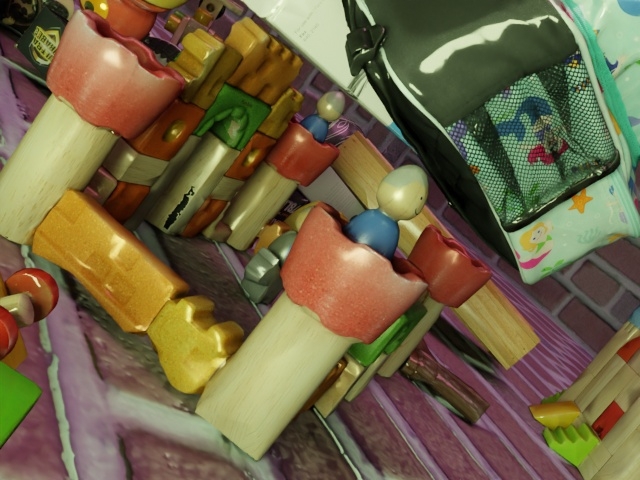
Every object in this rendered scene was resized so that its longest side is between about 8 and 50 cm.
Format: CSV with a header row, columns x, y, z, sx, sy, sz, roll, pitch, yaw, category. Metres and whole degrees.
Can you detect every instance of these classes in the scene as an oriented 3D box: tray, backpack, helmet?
x,y,z,sx,sy,sz,roll,pitch,yaw,category
0.175,0.015,1.294,0.411,0.076,0.203,49,2,6,tray
0.139,-0.104,0.561,0.253,0.191,0.225,56,13,-42,backpack
0.016,-0.194,1.731,0.169,0.161,0.169,36,10,-7,helmet

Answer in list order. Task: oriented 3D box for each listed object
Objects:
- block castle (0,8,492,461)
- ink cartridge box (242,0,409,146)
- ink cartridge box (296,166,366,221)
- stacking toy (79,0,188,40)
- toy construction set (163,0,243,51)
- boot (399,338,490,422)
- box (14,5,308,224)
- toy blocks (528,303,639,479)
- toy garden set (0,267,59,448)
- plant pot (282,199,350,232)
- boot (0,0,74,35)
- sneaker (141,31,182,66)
x,y,z,sx,sy,sz,roll,pitch,yaw,category
-0.021,-0.026,0.696,0.303,0.213,0.453,40,11,15,block castle
0.022,-0.180,0.707,0.190,0.082,0.139,36,10,-37,ink cartridge box
-0.021,-0.096,1.238,0.165,0.065,0.333,44,-3,34,ink cartridge box
-0.325,-0.371,0.953,0.279,0.130,0.309,-10,64,-55,stacking toy
-0.228,-0.418,1.693,0.309,0.237,0.257,39,10,10,toy construction set
0.144,0.155,0.944,0.114,0.037,0.106,33,23,-5,boot
-0.189,-0.139,1.024,0.295,0.073,0.293,43,8,23,box
0.456,0.218,1.099,0.190,0.261,0.381,37,10,-3,toy blocks
-0.224,0.011,0.308,0.244,0.049,0.204,35,12,-8,toy garden set
0.000,0.000,1.021,0.081,0.083,0.081,29,13,-43,plant pot
-0.413,-0.331,0.974,0.377,0.138,0.284,37,8,31,boot
-0.319,-0.321,1.425,0.279,0.107,0.118,45,-6,24,sneaker
